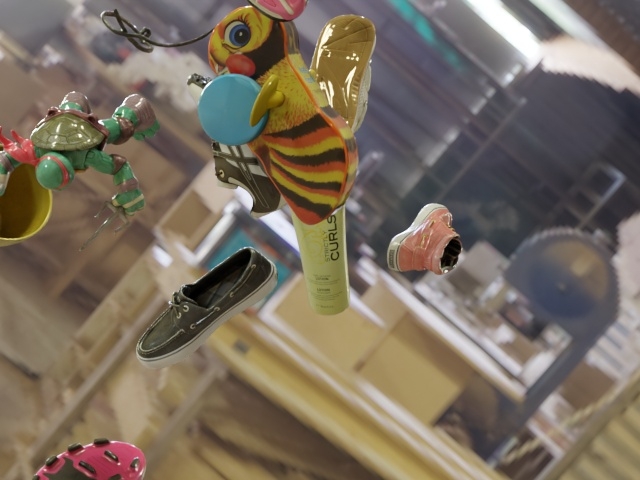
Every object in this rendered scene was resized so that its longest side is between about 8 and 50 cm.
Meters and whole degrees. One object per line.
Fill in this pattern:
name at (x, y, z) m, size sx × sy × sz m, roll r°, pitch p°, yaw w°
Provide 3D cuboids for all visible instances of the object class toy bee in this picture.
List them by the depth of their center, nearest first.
toy bee at (-0.056, -0.166, 1.360) m, size 0.298 × 0.162 × 0.195 m, roll 39°, pitch 17°, yaw -17°

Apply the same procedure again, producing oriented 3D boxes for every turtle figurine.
turtle figurine at (-0.264, -0.088, 1.485) m, size 0.175 × 0.118 × 0.234 m, roll 20°, pitch 33°, yaw 2°

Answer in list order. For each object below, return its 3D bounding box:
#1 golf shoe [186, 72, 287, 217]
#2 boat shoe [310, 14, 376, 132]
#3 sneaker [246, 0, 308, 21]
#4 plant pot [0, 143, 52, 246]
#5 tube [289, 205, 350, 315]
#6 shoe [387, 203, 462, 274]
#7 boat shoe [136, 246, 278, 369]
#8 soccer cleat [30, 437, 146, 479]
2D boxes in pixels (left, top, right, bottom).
golf shoe at (-0.109, -0.114, 1.687) m, size 0.198 × 0.094 × 0.077 m, roll 49°, pitch 13°, yaw 2°
boat shoe at (0.014, -0.161, 1.804) m, size 0.098 × 0.277 × 0.096 m, roll 14°, pitch -27°, yaw 18°
sneaker at (-0.063, -0.245, 1.246) m, size 0.170 × 0.063 × 0.075 m, roll 47°, pitch -12°, yaw 29°
plant pot at (-0.427, -0.045, 1.781) m, size 0.134 × 0.095 × 0.134 m, roll 17°, pitch 59°, yaw -30°
tube at (0.000, 0.000, 1.955) m, size 0.062 × 0.070 × 0.240 m, roll 43°, pitch -30°, yaw 44°
shoe at (0.165, 0.001, 1.936) m, size 0.081 × 0.063 × 0.178 m, roll 9°, pitch 25°, yaw 26°
boat shoe at (-0.165, 0.087, 1.886) m, size 0.076 × 0.229 × 0.080 m, roll 52°, pitch 8°, yaw -44°
soccer cleat at (-0.361, 0.387, 1.849) m, size 0.116 × 0.143 × 0.331 m, roll 23°, pitch 33°, yaw 25°
